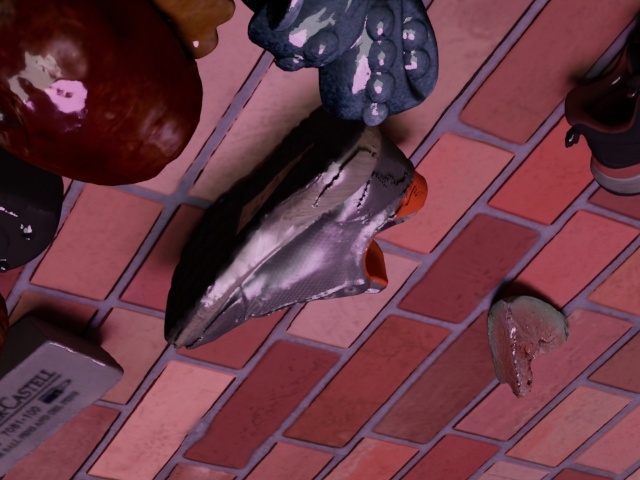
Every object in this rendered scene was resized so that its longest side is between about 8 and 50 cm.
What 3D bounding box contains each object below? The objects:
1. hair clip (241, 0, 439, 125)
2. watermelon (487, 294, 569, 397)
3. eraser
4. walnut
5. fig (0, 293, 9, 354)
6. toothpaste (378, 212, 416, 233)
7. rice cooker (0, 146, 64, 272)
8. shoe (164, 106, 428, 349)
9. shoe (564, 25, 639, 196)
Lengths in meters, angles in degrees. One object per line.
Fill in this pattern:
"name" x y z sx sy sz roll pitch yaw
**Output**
"hair clip" 0.038 -0.245 1.115 0.206 0.194 0.310 3 138 -29
"watermelon" 0.241 0.111 1.619 0.101 0.080 0.155 -22 122 4
"eraser" -0.373 0.195 1.628 0.111 0.077 0.352 29 129 -34
"walnut" -0.194 -0.183 1.134 0.244 0.222 0.269 -42 145 13
"fig" -0.437 0.084 1.367 0.191 0.190 0.290 -19 168 15
"toothpaste" 0.000 0.000 1.483 0.216 0.037 0.062 -28 130 17
"rice cooker" -0.344 -0.046 1.324 0.203 0.118 0.142 17 134 -31
"shoe" -0.015 0.012 1.415 0.171 0.132 0.336 31 121 -27
"shoe" 0.347 -0.158 1.294 0.291 0.114 0.137 -33 127 32
